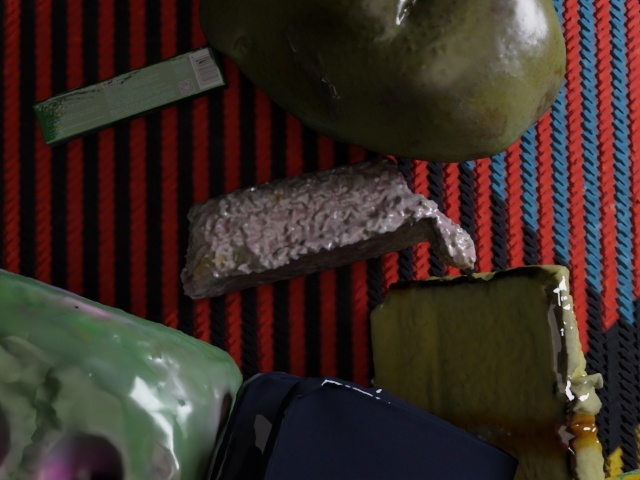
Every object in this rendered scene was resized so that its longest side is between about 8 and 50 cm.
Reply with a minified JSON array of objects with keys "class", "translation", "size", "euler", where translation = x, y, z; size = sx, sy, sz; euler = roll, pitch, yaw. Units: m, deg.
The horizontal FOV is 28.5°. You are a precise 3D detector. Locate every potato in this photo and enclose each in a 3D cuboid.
[{"class":"potato","translation":[0.044,-0.193,1.103],"size":[0.351,0.202,0.218],"euler":[17,98,13]}]

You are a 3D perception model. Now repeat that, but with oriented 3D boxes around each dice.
[{"class":"dice","translation":[-0.254,0.189,1.000],"size":[0.322,0.330,0.318],"euler":[18,85,2]}]

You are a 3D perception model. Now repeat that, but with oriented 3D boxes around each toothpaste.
[{"class":"toothpaste","translation":[-0.175,-0.135,1.168],"size":[0.178,0.037,0.043],"euler":[-19,90,-2]}]

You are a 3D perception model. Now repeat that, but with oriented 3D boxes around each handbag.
[{"class":"handbag","translation":[0.018,0.280,0.919],"size":[0.269,0.118,0.326],"euler":[28,72,-28]}]

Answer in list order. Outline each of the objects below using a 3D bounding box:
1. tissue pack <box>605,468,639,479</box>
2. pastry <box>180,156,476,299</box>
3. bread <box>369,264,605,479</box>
[{"class":"tissue pack","translation":[0.471,0.288,1.055],"size":[0.382,0.228,0.293],"euler":[-20,91,-3]},{"class":"pastry","translation":[0.001,-0.013,1.129],"size":[0.265,0.103,0.112],"euler":[-6,81,0]},{"class":"bread","translation":[0.143,0.156,1.055],"size":[0.198,0.236,0.263],"euler":[-7,86,-2]}]
